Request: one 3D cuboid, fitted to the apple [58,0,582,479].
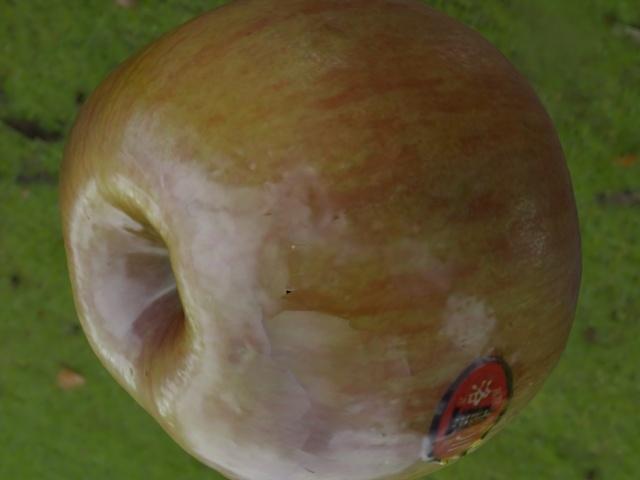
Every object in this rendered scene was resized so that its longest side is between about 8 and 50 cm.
[{"bbox_3d":[0.000,0.000,0.749,0.211,0.188,0.211,37,135,48],"label":"apple"}]
